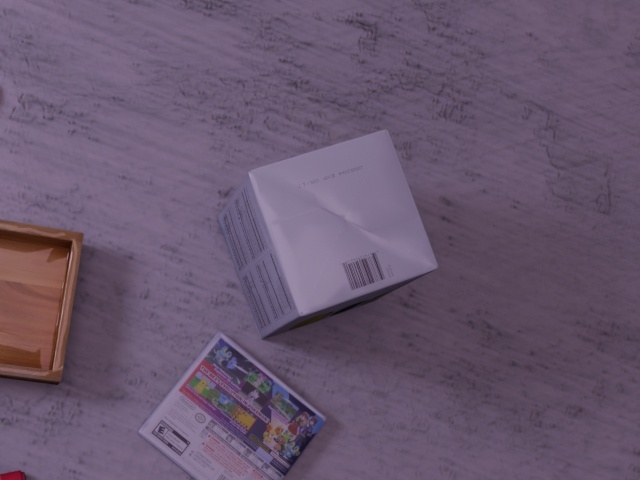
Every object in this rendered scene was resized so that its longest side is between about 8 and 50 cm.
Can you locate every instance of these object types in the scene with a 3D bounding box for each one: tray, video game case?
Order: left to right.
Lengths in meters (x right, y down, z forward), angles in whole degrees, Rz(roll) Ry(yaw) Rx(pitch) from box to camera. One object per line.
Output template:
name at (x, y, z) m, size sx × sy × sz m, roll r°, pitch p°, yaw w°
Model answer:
tray at (-0.534, 0.061, 1.428) m, size 0.410 × 0.076 × 0.203 m, roll 9°, pitch 76°, yaw -15°
video game case at (-0.121, 0.259, 1.528) m, size 0.201 × 0.023 × 0.183 m, roll 39°, pitch 72°, yaw -2°

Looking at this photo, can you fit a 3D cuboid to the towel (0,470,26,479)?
towel at (-0.498, 0.417, 1.392) m, size 0.274 × 0.031 × 0.199 m, roll -9°, pitch 80°, yaw -16°

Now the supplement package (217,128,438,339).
supplement package at (0.000, 0.000, 1.488) m, size 0.199 × 0.262 × 0.198 m, roll -18°, pitch 84°, yaw -17°
